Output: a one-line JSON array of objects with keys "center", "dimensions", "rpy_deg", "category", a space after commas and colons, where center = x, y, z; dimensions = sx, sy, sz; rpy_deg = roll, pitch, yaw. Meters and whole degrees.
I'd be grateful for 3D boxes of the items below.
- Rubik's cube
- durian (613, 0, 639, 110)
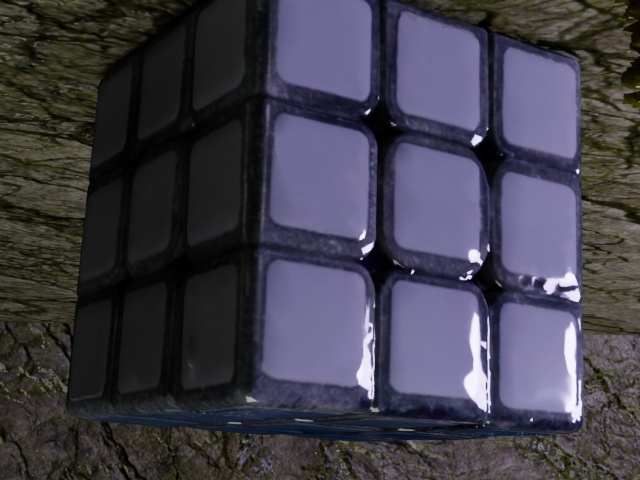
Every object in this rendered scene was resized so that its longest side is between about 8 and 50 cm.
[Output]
[{"center": [0.000, 0.000, 0.906], "dimensions": [0.301, 0.303, 0.305], "rpy_deg": [11, 163, -32], "category": "Rubik's cube"}, {"center": [0.211, -0.132, 0.456], "dimensions": [0.200, 0.237, 0.176], "rpy_deg": [17, 154, -33], "category": "durian"}]
